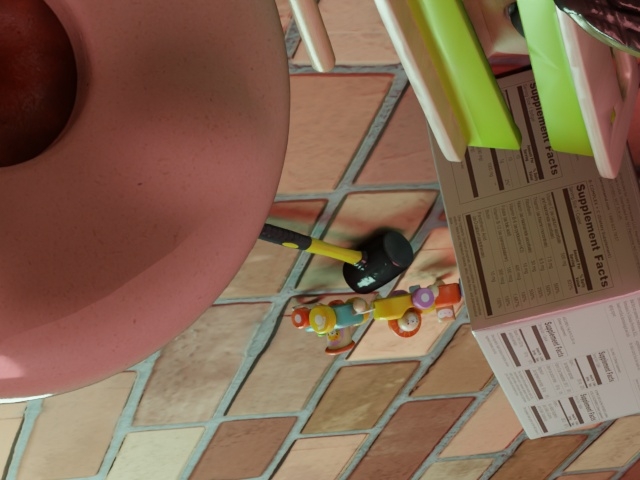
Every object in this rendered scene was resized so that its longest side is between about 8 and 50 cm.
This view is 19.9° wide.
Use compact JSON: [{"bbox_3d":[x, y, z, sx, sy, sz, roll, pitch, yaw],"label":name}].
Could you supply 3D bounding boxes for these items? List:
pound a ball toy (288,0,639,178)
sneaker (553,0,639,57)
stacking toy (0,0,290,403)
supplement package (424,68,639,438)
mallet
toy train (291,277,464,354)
[{"bbox_3d":[0.085,-0.169,1.173,0.208,0.136,0.319,7,159,19],"label":"pound a ball toy"},{"bbox_3d":[0.264,-0.188,1.056,0.410,0.158,0.182,-22,-171,-32],"label":"sneaker"},{"bbox_3d":[-0.259,-0.050,1.111,0.350,0.350,0.480,1,167,-25],"label":"stacking toy"},{"bbox_3d":[0.193,0.011,1.453,0.145,0.204,0.262,-15,154,9],"label":"supplement package"},{"bbox_3d":[0.000,0.000,1.544,0.062,0.039,0.189,-30,145,34],"label":"mallet"},{"bbox_3d":[0.057,0.069,1.644,0.166,0.046,0.125,-10,180,3],"label":"toy train"}]
